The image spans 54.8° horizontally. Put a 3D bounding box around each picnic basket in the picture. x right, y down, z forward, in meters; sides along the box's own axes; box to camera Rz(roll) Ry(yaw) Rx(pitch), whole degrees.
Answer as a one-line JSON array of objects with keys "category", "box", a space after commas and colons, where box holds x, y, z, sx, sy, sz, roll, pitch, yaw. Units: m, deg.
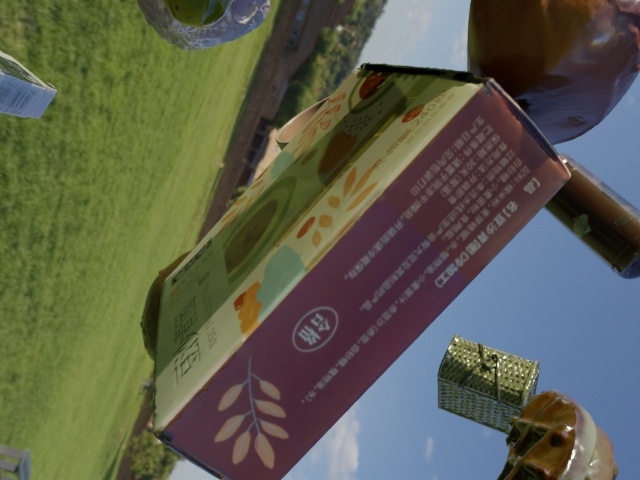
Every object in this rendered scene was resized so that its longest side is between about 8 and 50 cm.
[{"category": "picnic basket", "box": [0.373, 0.316, 1.380, 0.134, 0.196, 0.154, -50, 144, -37]}]

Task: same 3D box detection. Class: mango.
[{"category": "mango", "box": [-0.130, -0.332, 0.712, 0.191, 0.122, 0.085, -65, 152, -15]}]

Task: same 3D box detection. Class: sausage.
[{"category": "sausage", "box": [0.217, -0.175, 0.585, 0.268, 0.153, 0.140, 23, 66, -76]}]

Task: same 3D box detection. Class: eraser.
[{"category": "eraser", "box": [-0.582, -0.286, 1.091, 0.086, 0.130, 0.287, -53, -173, 2]}]

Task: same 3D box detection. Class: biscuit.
[{"category": "biscuit", "box": [0.256, 0.372, 0.848, 0.366, 0.115, 0.268, -48, 177, -4]}]

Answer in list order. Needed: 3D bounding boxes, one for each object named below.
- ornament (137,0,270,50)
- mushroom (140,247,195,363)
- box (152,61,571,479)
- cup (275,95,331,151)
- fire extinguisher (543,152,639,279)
[{"category": "ornament", "box": [-0.215, -0.484, 1.126, 0.259, 0.260, 0.225, -73, 149, -51]}, {"category": "mushroom", "box": [-0.179, 0.163, 1.265, 0.331, 0.356, 0.334, -17, -151, 42]}, {"category": "box", "box": [0.000, 0.000, 0.649, 0.385, 0.122, 0.344, -47, -159, 4]}, {"category": "cup", "box": [0.051, -0.110, 0.994, 0.192, 0.200, 0.253, -20, -155, 20]}, {"category": "fire extinguisher", "box": [0.540, -0.031, 1.161, 0.114, 0.135, 0.337, -44, -127, 10]}]
